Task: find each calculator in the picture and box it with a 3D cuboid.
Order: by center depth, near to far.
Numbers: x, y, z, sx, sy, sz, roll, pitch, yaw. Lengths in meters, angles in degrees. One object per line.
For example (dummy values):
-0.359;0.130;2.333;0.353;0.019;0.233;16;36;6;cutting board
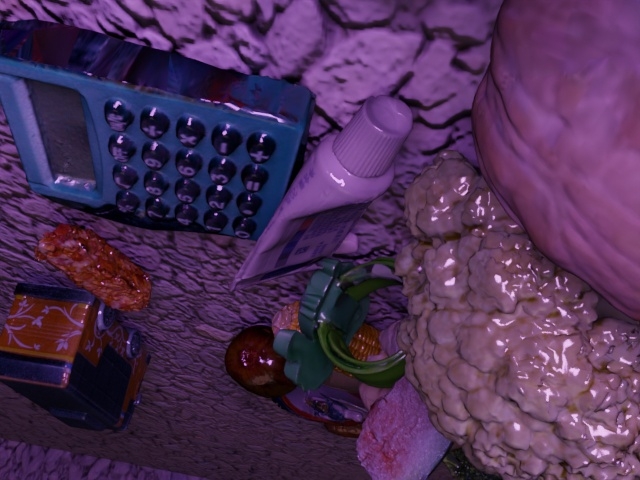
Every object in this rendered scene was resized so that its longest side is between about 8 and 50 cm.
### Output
-0.147;-0.077;0.669;0.274;0.058;0.248;13;154;-6;calculator

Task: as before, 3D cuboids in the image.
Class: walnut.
0.188;-0.067;0.370;0.224;0.224;0.224;9;153;5;walnut

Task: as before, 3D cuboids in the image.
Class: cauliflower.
0.192;0.067;0.629;0.281;0.327;0.260;-24;-167;-34;cauliflower

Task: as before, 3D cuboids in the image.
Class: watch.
0.053;0.105;0.825;0.152;0.165;0.131;16;162;30;watch

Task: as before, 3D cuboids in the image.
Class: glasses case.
0.000;0.000;0.799;0.083;0.021;0.032;3;154;16;glasses case

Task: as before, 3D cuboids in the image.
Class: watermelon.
0.108;0.184;0.772;0.180;0.094;0.081;-47;167;24;watermelon

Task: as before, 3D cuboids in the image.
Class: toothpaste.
0.004;-0.029;0.672;0.099;0.068;0.282;14;148;-17;toothpaste

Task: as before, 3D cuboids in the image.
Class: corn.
0.035;0.140;0.999;0.238;0.080;0.080;26;150;-32;corn

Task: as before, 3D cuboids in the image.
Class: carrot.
0.096;0.344;1.398;0.186;0.060;0.060;3;152;13;carrot

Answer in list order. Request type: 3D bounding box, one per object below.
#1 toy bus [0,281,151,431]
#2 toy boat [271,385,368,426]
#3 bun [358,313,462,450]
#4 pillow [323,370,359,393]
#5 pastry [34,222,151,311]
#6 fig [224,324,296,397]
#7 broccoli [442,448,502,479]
-0.377;0.189;1.162;0.138;0.167;0.275;6;154;10;toy bus
0.072;0.279;1.238;0.318;0.072;0.219;6;164;22;toy boat
0.134;0.149;0.892;0.193;0.178;0.128;9;138;38;bun
0.087;0.209;1.137;0.208;0.053;0.119;11;153;-2;pillow
-0.279;0.029;0.932;0.087;0.063;0.169;-13;140;25;pastry
-0.074;0.185;1.114;0.109;0.103;0.155;41;177;25;fig
0.208;0.244;1.027;0.156;0.195;0.195;1;152;29;broccoli
